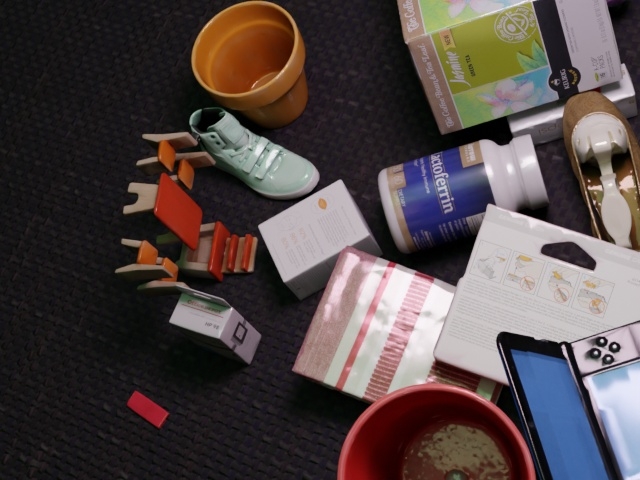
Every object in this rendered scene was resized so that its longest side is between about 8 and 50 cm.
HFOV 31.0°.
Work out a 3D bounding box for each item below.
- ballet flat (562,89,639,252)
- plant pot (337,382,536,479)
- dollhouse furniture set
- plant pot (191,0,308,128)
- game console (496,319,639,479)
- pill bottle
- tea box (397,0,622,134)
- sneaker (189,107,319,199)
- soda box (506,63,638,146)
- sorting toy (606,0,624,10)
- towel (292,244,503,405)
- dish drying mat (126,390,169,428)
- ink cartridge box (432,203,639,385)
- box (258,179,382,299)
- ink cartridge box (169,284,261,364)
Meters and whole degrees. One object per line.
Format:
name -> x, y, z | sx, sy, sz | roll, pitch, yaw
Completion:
ballet flat -> 0.461, -0.095, 1.842 | 0.116, 0.124, 0.342 | -12, 76, 16
plant pot -> 0.184, 0.348, 1.676 | 0.275, 0.243, 0.274 | -2, 80, 14
dollhouse furniture set -> -0.224, -0.025, 2.011 | 0.135, 0.259, 0.262 | -2, 65, 21
plant pot -> -0.111, -0.308, 2.149 | 0.205, 0.188, 0.205 | -7, 63, 15
game console -> 0.413, 0.244, 1.607 | 0.250, 0.173, 0.293 | -19, 62, 9
pill bottle -> 0.242, -0.082, 1.939 | 0.265, 0.153, 0.153 | -16, 61, 11
tea box -> 0.307, -0.400, 1.981 | 0.324, 0.220, 0.329 | -18, 42, 12
sneaker -> -0.130, -0.162, 2.107 | 0.256, 0.151, 0.094 | 21, 72, 25
soda box -> 0.431, -0.228, 1.987 | 0.216, 0.074, 0.069 | -17, 61, 11
sorting toy -> 0.646, -0.513, 2.030 | 0.366, 0.126, 0.127 | -33, 69, 7
towel -> 0.145, 0.169, 1.878 | 0.329, 0.037, 0.237 | 21, 75, 11
dish drying mat -> -0.304, 0.298, 2.030 | 0.083, 0.008, 0.032 | 29, 78, 27
ink cartridge box -> 0.358, 0.113, 1.797 | 0.296, 0.066, 0.261 | 19, 84, 14
box -> 0.000, 0.000, 2.018 | 0.171, 0.091, 0.130 | -29, 59, 5
ink cartridge box -> -0.184, 0.145, 1.961 | 0.104, 0.180, 0.060 | 15, 72, 25
